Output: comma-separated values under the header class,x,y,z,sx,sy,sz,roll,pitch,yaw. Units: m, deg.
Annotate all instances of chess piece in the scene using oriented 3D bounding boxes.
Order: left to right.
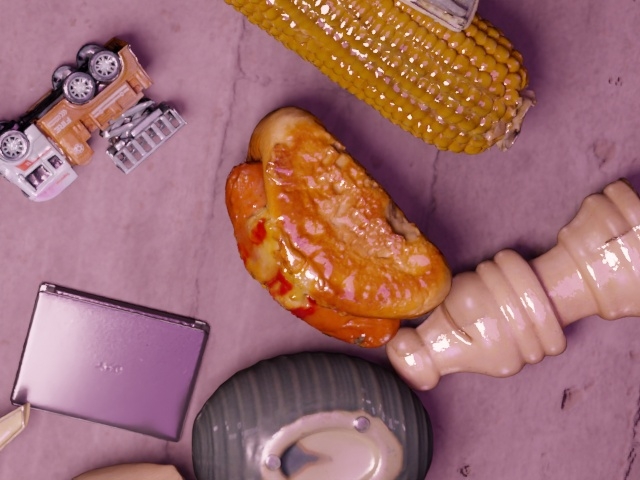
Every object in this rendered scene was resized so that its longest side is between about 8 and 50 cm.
class,x,y,z,sx,sy,sz,roll,pitch,yaw
chess piece,0.215,0.070,1.772,0.307,0.124,0.139,-28,124,-4

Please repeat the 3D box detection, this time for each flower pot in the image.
class,x,y,z,sx,sy,sz,roll,pitch,yaw
flower pot,-0.007,0.206,1.714,0.243,0.157,0.189,-3,94,-12

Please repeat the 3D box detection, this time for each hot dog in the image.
class,x,y,z,sx,sy,sz,roll,pitch,yaw
hot dog,0.000,0.000,1.700,0.153,0.150,0.257,-43,94,-7

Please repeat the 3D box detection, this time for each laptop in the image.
class,x,y,z,sx,sy,sz,roll,pitch,yaw
laptop,-0.213,0.125,1.737,0.180,0.016,0.129,15,92,-11

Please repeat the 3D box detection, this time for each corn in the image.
class,x,y,z,sx,sy,sz,roll,pitch,yaw
corn,0.042,-0.219,1.694,0.387,0.144,0.144,33,89,-8

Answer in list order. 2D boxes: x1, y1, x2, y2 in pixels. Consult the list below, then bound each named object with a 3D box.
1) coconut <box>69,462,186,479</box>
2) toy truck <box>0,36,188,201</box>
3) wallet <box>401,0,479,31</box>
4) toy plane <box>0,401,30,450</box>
class,x,y,z,sx,sy,sz,roll,pitch,yaw
coconut,-0.175,0.317,1.672,0.224,0.224,0.224,-1,96,-11
toy truck,-0.236,-0.106,1.681,0.177,0.080,0.115,-40,111,-6
wallet,0.101,-0.377,1.658,0.223,0.077,0.310,24,60,-12
toy plane,-0.405,0.213,1.673,0.241,0.104,0.256,1,89,4
